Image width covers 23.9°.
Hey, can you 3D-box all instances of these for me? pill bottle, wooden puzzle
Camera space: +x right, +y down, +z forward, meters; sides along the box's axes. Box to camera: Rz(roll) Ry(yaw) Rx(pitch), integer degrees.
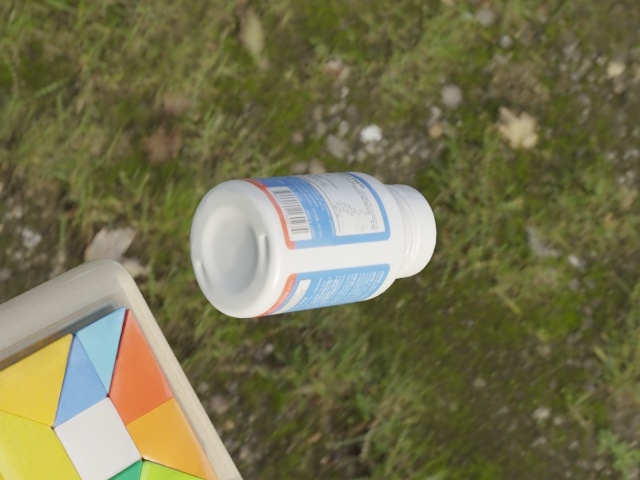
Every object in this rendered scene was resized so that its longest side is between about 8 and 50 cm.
[{"bbox_3d":[0.000,0.000,1.395,0.221,0.124,0.124,-5,62,-44],"label":"pill bottle"},{"bbox_3d":[-0.168,0.146,1.077,0.221,0.044,0.238,-30,87,-42],"label":"wooden puzzle"}]
